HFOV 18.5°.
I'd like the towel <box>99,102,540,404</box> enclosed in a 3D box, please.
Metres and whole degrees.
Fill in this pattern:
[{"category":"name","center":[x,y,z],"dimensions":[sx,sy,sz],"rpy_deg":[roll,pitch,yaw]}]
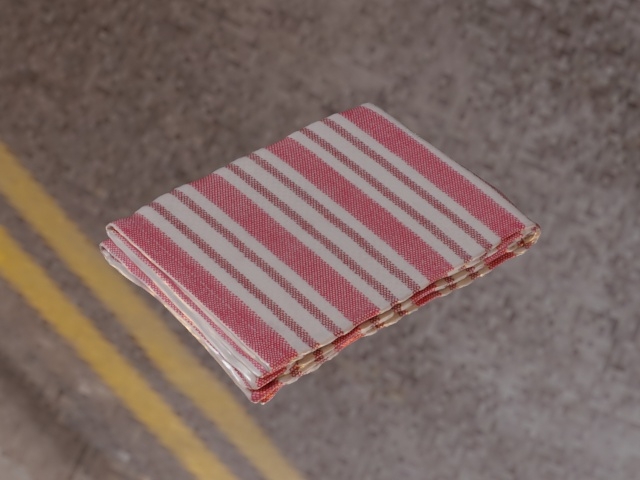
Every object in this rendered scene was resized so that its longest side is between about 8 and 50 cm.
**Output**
[{"category":"towel","center":[0.000,0.000,1.054],"dimensions":[0.144,0.197,0.029],"rpy_deg":[41,144,34]}]
